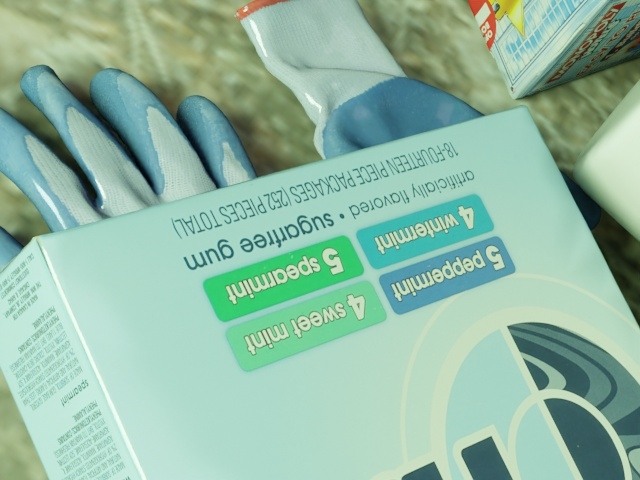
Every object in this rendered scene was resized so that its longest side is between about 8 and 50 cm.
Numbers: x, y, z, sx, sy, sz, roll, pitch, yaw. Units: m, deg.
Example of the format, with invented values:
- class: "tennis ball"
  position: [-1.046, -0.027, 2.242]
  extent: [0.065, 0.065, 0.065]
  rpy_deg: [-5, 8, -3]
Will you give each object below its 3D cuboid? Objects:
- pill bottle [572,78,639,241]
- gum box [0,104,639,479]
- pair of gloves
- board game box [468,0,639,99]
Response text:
- class: "pill bottle"
  position: [0.278, 0.040, 0.462]
  extent: [0.392, 0.224, 0.224]
  rpy_deg: [42, 45, 2]
- class: "gum box"
  position: [0.027, 0.069, 0.386]
  extent: [0.157, 0.041, 0.184]
  rpy_deg: [-17, 78, -39]
- class: "pair of gloves"
  position: [0.000, 0.000, 0.459]
  extent: [0.198, 0.023, 0.159]
  rpy_deg: [-24, 73, -41]
- class: "board game box"
  position: [0.096, -0.140, 0.601]
  extent: [0.194, 0.060, 0.194]
  rpy_deg: [45, 45, 5]
